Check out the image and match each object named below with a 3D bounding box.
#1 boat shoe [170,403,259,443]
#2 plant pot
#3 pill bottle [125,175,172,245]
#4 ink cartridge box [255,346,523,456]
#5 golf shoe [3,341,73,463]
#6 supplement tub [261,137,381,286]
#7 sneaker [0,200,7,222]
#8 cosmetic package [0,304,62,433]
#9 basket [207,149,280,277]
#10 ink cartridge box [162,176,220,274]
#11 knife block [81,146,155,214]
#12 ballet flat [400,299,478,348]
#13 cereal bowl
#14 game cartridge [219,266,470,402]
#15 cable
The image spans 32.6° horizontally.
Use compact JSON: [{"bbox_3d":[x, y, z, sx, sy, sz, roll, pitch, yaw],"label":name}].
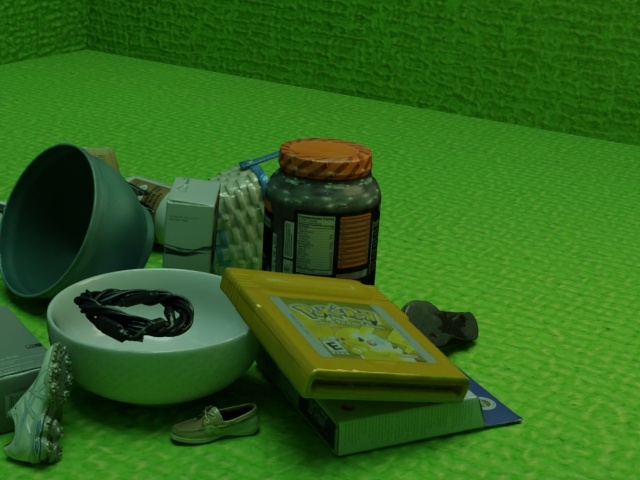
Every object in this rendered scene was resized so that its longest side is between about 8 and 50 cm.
[{"bbox_3d":[-0.155,0.265,1.611,0.135,0.045,0.050,-6,22,-25],"label":"boat shoe"},{"bbox_3d":[-0.440,-0.015,2.061,0.293,0.293,0.196,24,2,44],"label":"plant pot"},{"bbox_3d":[-0.327,-0.053,2.348,0.229,0.131,0.131,16,23,32],"label":"pill bottle"},{"bbox_3d":[0.104,0.216,1.764,0.330,0.071,0.324,-7,22,-24],"label":"ink cartridge box"},{"bbox_3d":[-0.402,0.226,1.541,0.086,0.069,0.176,-3,59,14],"label":"golf shoe"},{"bbox_3d":[0.000,0.000,1.948,0.207,0.337,0.207,3,19,-1],"label":"supplement tub"},{"bbox_3d":[-0.641,-0.029,2.282,0.153,0.094,0.235,-5,21,-20],"label":"sneaker"},{"bbox_3d":[-0.495,0.194,1.669,0.127,0.107,0.238,-13,29,-33],"label":"cosmetic package"},{"bbox_3d":[-0.107,-0.056,2.215,0.289,0.254,0.201,-13,20,-11],"label":"basket"},{"bbox_3d":[-0.233,0.006,1.966,0.087,0.208,0.153,5,21,-2],"label":"ink cartridge box"},{"bbox_3d":[-0.481,-0.064,2.318,0.276,0.242,0.088,-21,-9,33],"label":"knife block"},{"bbox_3d":[0.196,0.149,1.898,0.058,0.084,0.250,-15,-13,32],"label":"ballet flat"},{"bbox_3d":[-0.258,0.166,1.730,0.339,0.141,0.339,4,20,-1],"label":"cereal bowl"},{"bbox_3d":[0.031,0.139,1.671,0.285,0.052,0.323,7,24,-32],"label":"game cartridge"},{"bbox_3d":[-0.279,0.099,1.638,0.185,0.047,0.151,18,25,38],"label":"cable"}]
